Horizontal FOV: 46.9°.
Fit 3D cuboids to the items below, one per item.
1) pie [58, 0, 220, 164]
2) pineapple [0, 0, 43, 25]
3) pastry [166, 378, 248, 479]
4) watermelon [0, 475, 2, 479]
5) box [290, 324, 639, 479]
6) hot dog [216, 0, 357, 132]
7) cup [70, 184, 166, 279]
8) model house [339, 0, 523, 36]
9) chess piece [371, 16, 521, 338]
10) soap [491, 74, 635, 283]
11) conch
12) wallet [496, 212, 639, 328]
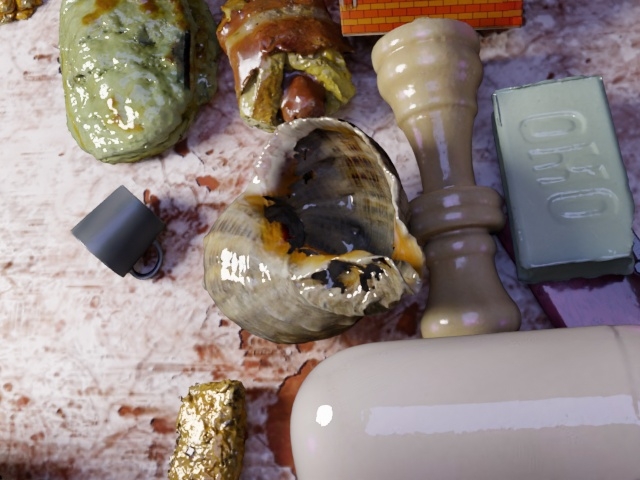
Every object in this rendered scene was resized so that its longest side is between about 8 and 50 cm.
[{"bbox_3d":[-0.218,-0.219,0.864,0.201,0.090,0.248,-11,78,5],"label":"pie"},{"bbox_3d":[-0.433,-0.307,0.947,0.114,0.114,0.077,-51,35,12],"label":"pineapple"},{"bbox_3d":[-0.113,0.214,0.754,0.080,0.056,0.140,-7,77,21],"label":"pastry"},{"bbox_3d":[-0.453,0.304,0.653,0.363,0.363,0.363,-2,76,10],"label":"watermelon"},{"bbox_3d":[0.157,0.210,0.615,0.349,0.141,0.289,-5,113,10],"label":"box"},{"bbox_3d":[-0.045,-0.218,0.825,0.146,0.103,0.213,-26,72,3],"label":"hot dog"},{"bbox_3d":[-0.214,-0.004,0.824,0.100,0.078,0.077,45,82,-17],"label":"cup"},{"bbox_3d":[0.116,-0.300,0.764,0.293,0.207,0.154,0,79,11],"label":"model house"},{"bbox_3d":[0.135,-0.018,0.742,0.117,0.117,0.397,-9,77,8],"label":"chess piece"},{"bbox_3d":[0.238,-0.061,0.730,0.114,0.063,0.198,-9,68,9],"label":"soap"},{"bbox_3d":[0.008,0.005,0.722,0.291,0.159,0.210,9,76,43],"label":"conch"},{"bbox_3d":[0.281,0.049,0.739,0.119,0.025,0.232,-30,72,3],"label":"wallet"}]
